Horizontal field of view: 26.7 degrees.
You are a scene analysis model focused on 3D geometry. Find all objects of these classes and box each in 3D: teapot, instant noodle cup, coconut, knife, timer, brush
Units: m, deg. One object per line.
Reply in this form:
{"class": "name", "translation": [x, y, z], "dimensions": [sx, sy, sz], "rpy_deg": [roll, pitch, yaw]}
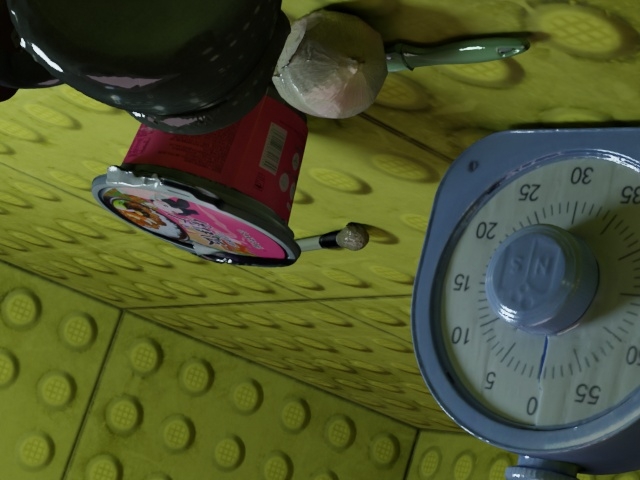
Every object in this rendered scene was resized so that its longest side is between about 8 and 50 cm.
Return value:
{"class": "teapot", "translation": [-0.161, -0.176, 1.177], "dimensions": [0.223, 0.305, 0.285], "rpy_deg": [51, 179, 12]}
{"class": "instant noodle cup", "translation": [-0.122, -0.096, 1.608], "dimensions": [0.258, 0.181, 0.302], "rpy_deg": [20, 166, -4]}
{"class": "coconut", "translation": [0.011, -0.172, 1.318], "dimensions": [0.110, 0.110, 0.124], "rpy_deg": [24, 172, -22]}
{"class": "knife", "translation": [0.094, -0.184, 1.341], "dimensions": [0.043, 0.019, 0.293], "rpy_deg": [25, 165, -35]}
{"class": "timer", "translation": [0.259, 0.069, 1.374], "dimensions": [0.395, 0.395, 0.173], "rpy_deg": [4, 165, 44]}
{"class": "brush", "translation": [0.000, 0.000, 2.151], "dimensions": [0.042, 0.039, 0.299], "rpy_deg": [27, 167, -22]}

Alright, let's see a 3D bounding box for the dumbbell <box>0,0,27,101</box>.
{"class": "dumbbell", "translation": [-0.436, -0.246, 1.512], "dimensions": [0.225, 0.140, 0.124], "rpy_deg": [15, 156, 9]}
